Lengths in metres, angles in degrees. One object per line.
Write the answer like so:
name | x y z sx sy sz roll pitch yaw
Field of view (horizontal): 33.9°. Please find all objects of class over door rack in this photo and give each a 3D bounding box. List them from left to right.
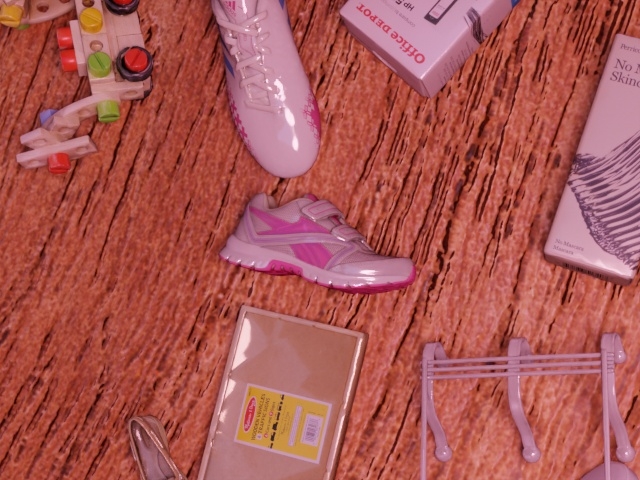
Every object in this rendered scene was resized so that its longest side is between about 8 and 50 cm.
over door rack | 0.219 0.267 1.167 0.239 0.108 0.324 -7 59 29

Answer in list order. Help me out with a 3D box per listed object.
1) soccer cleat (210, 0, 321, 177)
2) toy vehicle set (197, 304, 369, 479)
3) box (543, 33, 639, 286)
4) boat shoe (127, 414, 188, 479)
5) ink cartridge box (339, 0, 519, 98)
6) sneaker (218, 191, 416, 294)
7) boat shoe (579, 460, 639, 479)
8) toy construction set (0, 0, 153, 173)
soccer cleat | -0.086 -0.242 1.341 0.116 0.143 0.331 -16 78 11
toy vehicle set | -0.050 0.227 1.315 0.166 0.035 0.267 13 85 15
box | 0.356 -0.092 1.236 0.113 0.094 0.275 17 86 15
boat shoe | -0.206 0.295 1.336 0.056 0.048 0.153 -23 77 9
ink cartridge box | 0.147 -0.306 1.325 0.148 0.086 0.203 42 92 16
sneaker | 0.000 0.000 1.304 0.252 0.103 0.111 13 86 14
boat shoe | 0.295 0.399 1.178 0.102 0.108 0.301 33 76 -16
toy construction set | -0.341 -0.258 1.402 0.215 0.151 0.328 -10 86 -13
